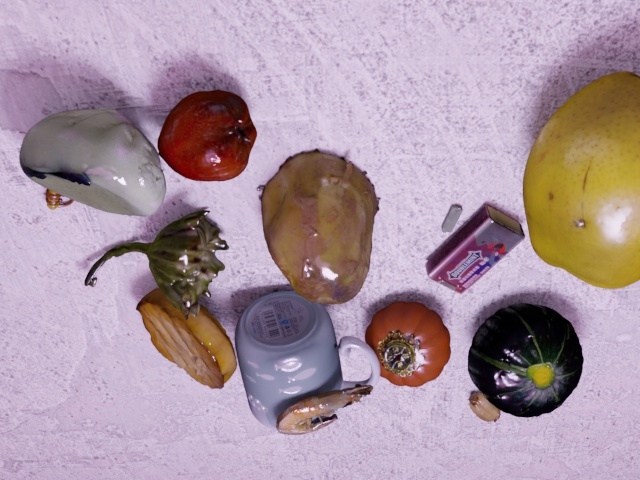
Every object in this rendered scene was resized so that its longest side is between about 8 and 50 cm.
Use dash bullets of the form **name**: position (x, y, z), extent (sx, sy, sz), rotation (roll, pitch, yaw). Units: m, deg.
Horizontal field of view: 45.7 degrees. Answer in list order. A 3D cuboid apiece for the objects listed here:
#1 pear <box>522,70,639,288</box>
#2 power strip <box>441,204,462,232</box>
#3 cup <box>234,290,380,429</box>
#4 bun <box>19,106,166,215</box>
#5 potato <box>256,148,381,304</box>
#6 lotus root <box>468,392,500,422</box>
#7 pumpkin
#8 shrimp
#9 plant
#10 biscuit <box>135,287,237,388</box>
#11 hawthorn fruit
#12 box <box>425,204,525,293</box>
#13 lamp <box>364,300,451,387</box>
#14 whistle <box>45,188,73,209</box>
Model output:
- **pear**: position (0.578, -0.113, 1.469), extent (0.362, 0.362, 0.419), rotation (14, 111, -14)
- **power strip**: position (0.301, -0.048, 1.750), extent (0.027, 0.017, 0.083), rotation (12, 131, -11)
- **cup**: position (-0.031, 0.290, 1.880), extent (0.356, 0.259, 0.275), rotation (1, 132, 13)
- **bun**: position (-0.429, -0.170, 1.496), extent (0.293, 0.187, 0.293), rotation (18, 169, 4)
- **potato**: position (0.000, 0.000, 1.638), extent (0.300, 0.237, 0.288), rotation (-36, 124, 27)
- **lotus root**: position (0.485, 0.489, 2.227), extent (0.073, 0.062, 0.150), rotation (-46, 124, 7)
- **pumpkin**: position (0.517, 0.295, 1.954), extent (0.295, 0.296, 0.296), rotation (-1, 133, -1)
- **shrimp**: position (0.012, 0.408, 1.829), extent (0.250, 0.052, 0.144), rotation (-16, 141, -4)
- **plant**: position (-0.385, 0.027, 1.714), extent (0.333, 0.251, 0.180), rotation (14, 174, 11)
- **biscuit**: position (-0.321, 0.235, 1.869), extent (0.296, 0.102, 0.296), rotation (32, 148, 24)
- **hawthorn fruit**: position (-0.231, -0.199, 1.498), extent (0.202, 0.185, 0.185), rotation (-12, 135, 33)
- **box**: position (0.361, 0.024, 1.785), extent (0.120, 0.069, 0.224), rotation (25, 127, -22)
- **lamp**: position (0.220, 0.261, 1.918), extent (0.223, 0.196, 0.223), rotation (5, 104, 19)
- **whistle**: position (-0.575, -0.110, 1.666), extent (0.046, 0.057, 0.109), rotation (44, 144, 19)
